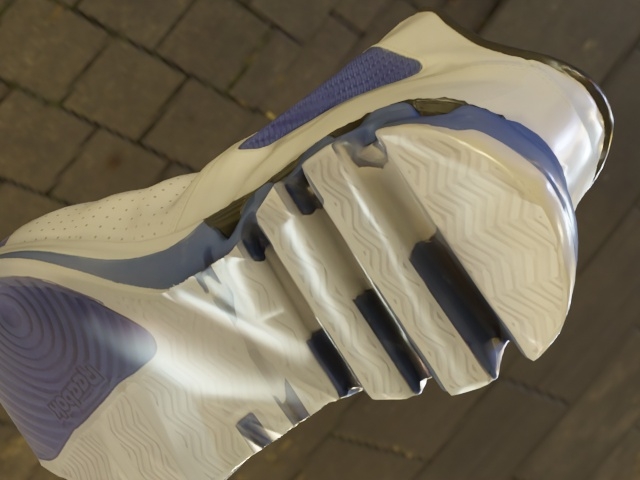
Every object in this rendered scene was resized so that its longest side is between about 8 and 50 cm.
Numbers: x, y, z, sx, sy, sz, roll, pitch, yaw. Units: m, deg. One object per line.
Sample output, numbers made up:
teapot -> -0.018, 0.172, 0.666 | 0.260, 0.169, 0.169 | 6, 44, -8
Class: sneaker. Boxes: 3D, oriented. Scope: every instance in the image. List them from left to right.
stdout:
sneaker -> 0.001, 0.000, 0.660 | 0.315, 0.127, 0.182 | -19, -164, 38
